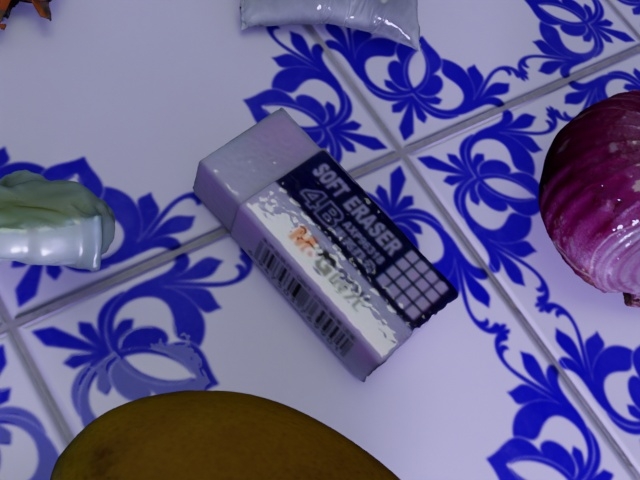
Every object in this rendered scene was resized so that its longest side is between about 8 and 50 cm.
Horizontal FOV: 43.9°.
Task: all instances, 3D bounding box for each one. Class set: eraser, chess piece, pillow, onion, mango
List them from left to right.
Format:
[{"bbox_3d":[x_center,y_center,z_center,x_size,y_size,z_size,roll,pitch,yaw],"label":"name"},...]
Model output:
[{"bbox_3d":[-0.340,-0.024,0.719,0.298,0.175,0.175,1,62,-21],"label":"chess piece"},{"bbox_3d":[-0.042,0.265,0.622,0.378,0.221,0.264,38,52,13],"label":"mango"},{"bbox_3d":[0.000,0.000,0.854,0.130,0.086,0.287,-37,78,-30],"label":"eraser"},{"bbox_3d":[0.021,-0.327,1.044,0.254,0.078,0.144,3,72,-15],"label":"pillow"},{"bbox_3d":[0.377,-0.068,0.932,0.231,0.272,0.256,14,25,3],"label":"onion"}]

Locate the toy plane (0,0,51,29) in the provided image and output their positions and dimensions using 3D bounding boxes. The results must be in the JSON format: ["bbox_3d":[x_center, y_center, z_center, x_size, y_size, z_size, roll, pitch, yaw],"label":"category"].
[{"bbox_3d":[-0.392,-0.300,0.916,0.188,0.062,0.135,7,60,2],"label":"toy plane"}]
